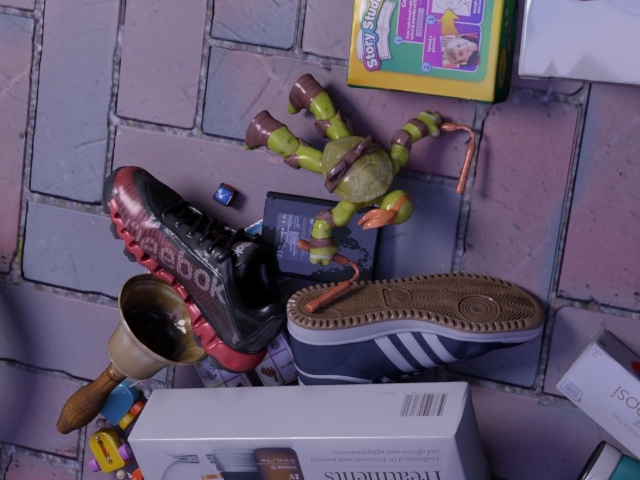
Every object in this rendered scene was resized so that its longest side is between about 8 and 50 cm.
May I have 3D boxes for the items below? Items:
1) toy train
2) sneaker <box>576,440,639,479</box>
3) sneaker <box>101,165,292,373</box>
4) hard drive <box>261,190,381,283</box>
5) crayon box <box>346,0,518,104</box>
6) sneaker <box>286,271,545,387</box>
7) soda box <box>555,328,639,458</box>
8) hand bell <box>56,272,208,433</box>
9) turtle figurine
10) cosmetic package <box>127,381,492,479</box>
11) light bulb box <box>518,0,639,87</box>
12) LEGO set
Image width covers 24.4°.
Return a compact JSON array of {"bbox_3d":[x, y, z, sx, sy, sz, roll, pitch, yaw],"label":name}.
[{"bbox_3d":[-0.222,0.240,1.814,0.125,0.046,0.166,4,103,17],"label":"toy train"},{"bbox_3d":[0.320,0.376,1.609,0.178,0.124,0.295,28,117,12],"label":"sneaker"},{"bbox_3d":[-0.131,0.012,1.658,0.276,0.098,0.135,52,127,4],"label":"sneaker"},{"bbox_3d":[0.000,0.000,1.685,0.135,0.022,0.094,9,99,6],"label":"hard drive"},{"bbox_3d":[0.128,-0.293,1.573,0.165,0.081,0.278,9,103,18],"label":"crayon box"},{"bbox_3d":[0.104,0.125,1.650,0.282,0.099,0.153,-1,126,-1],"label":"sneaker"},{"bbox_3d":[0.359,0.194,1.582,0.216,0.074,0.069,41,110,8],"label":"soda box"},{"bbox_3d":[-0.243,0.159,1.735,0.126,0.126,0.242,48,123,6],"label":"hand bell"},{"bbox_3d":[0.020,-0.072,1.611,0.217,0.087,0.269,40,85,20],"label":"turtle figurine"},{"bbox_3d":[0.005,0.299,1.663,0.377,0.097,0.284,-4,125,20],"label":"cosmetic package"},{"bbox_3d":[0.391,-0.320,1.398,0.358,0.225,0.361,7,101,18],"label":"light bulb box"},{"bbox_3d":[-0.094,0.060,1.747,0.182,0.060,0.244,-29,90,10],"label":"LEGO set"}]
